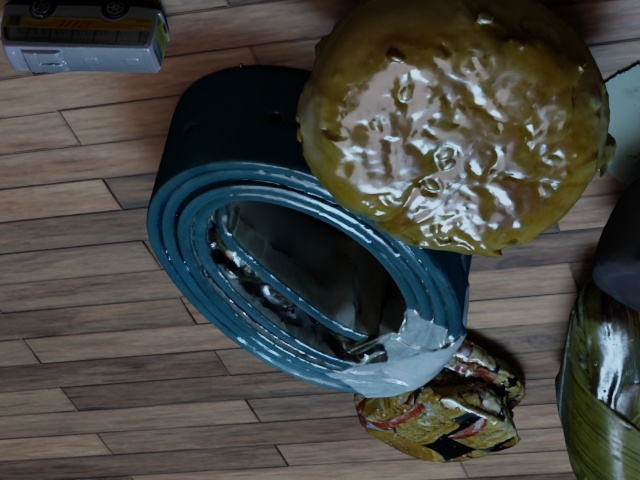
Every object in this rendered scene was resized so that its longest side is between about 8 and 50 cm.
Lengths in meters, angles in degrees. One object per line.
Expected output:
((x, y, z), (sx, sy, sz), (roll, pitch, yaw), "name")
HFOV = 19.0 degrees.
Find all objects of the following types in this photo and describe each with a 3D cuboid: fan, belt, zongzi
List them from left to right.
((-0.001, 0.000, 2.121), (0.300, 0.173, 0.436), (-16, 138, 32), "belt")
((0.353, 0.207, 2.248), (0.134, 0.288, 0.286), (-1, 144, 3), "zongzi")
((0.392, -0.163, 1.954), (0.233, 0.012, 0.414), (6, 146, -1), "fan")

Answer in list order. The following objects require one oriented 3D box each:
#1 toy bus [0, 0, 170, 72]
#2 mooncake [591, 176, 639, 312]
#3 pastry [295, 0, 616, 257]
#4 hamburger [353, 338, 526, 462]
((-0.244, -0.210, 1.961), (0.172, 0.072, 0.057), (1, 149, 10), "toy bus")
((0.416, 0.021, 2.055), (0.245, 0.133, 0.245), (21, 172, 3), "mooncake")
((0.129, -0.133, 1.892), (0.316, 0.184, 0.284), (22, 118, -21), "pastry")
((0.152, 0.209, 2.454), (0.231, 0.107, 0.231), (6, 153, 3), "hamburger")
